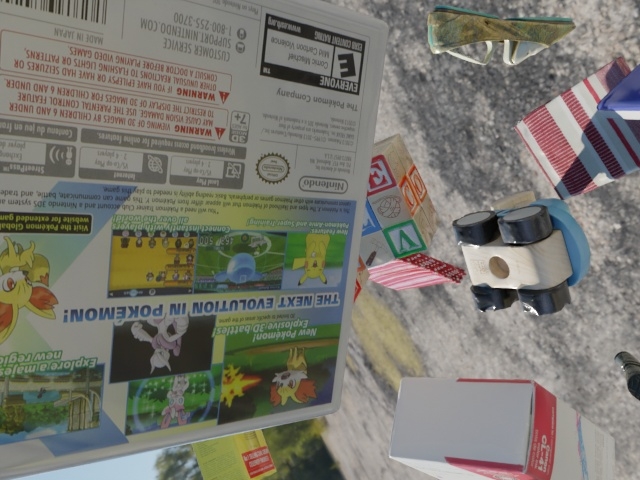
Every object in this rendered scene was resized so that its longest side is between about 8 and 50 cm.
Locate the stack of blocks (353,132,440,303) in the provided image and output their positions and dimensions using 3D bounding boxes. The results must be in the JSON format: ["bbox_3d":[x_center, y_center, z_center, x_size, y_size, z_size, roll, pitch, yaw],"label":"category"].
[{"bbox_3d":[0.000,0.000,0.837,0.171,0.297,0.087,62,-151,-14],"label":"stack of blocks"}]

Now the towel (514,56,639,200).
[{"bbox_3d":[0.620,-0.242,1.455,0.237,0.037,0.329,58,152,1],"label":"towel"}]

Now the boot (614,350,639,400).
[{"bbox_3d":[0.823,0.375,1.524,0.246,0.083,0.161,46,-160,3],"label":"boot"}]

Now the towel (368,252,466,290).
[{"bbox_3d":[0.094,0.041,1.129,0.199,0.274,0.031,-17,58,56],"label":"towel"}]

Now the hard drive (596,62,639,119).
[{"bbox_3d":[0.606,-0.286,1.049,0.040,0.210,0.319,44,-170,-6],"label":"hard drive"}]

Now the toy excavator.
[{"bbox_3d":[0.513,-0.014,1.564,0.433,0.445,0.222,-2,110,58],"label":"toy excavator"}]

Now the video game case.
[{"bbox_3d":[-0.104,-0.016,0.385,0.036,0.329,0.300,16,102,50],"label":"video game case"}]

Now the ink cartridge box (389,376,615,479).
[{"bbox_3d":[0.285,0.317,0.969,0.226,0.131,0.306,-12,143,42],"label":"ink cartridge box"}]

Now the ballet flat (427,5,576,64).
[{"bbox_3d":[0.397,-0.447,1.405,0.123,0.348,0.123,179,90,-75],"label":"ballet flat"}]

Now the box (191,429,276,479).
[{"bbox_3d":[-0.134,0.192,0.788,0.232,0.058,0.087,67,-167,18],"label":"box"}]
